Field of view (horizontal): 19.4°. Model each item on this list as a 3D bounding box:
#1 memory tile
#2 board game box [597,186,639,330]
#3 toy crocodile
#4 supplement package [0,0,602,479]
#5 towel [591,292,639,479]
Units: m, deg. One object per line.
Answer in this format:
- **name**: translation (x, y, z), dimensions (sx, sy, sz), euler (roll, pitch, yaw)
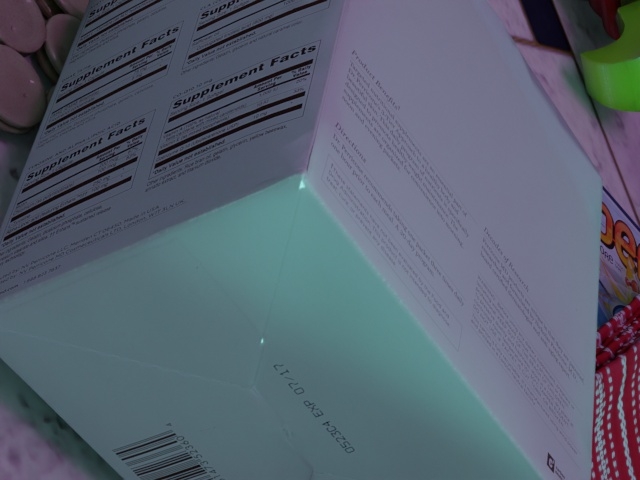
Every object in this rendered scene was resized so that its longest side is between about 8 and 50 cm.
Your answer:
- **memory tile**: translation (-0.139, -0.096, 0.743), dimensions (0.148, 0.012, 0.113), euler (29, 44, -43)
- **board game box**: translation (0.162, 0.035, 1.075), dimensions (0.201, 0.035, 0.136), euler (44, 35, -29)
- **toy crocodile**: translation (0.209, -0.233, 1.307), dimensions (0.115, 0.105, 0.340), euler (68, 12, -58)
- **supplement package**: translation (0.000, 0.000, 0.729), dimensions (0.194, 0.149, 0.203), euler (52, 31, -30)
- **towel**: translation (0.185, 0.128, 0.973), dimensions (0.275, 0.031, 0.198), euler (-30, 109, -54)
